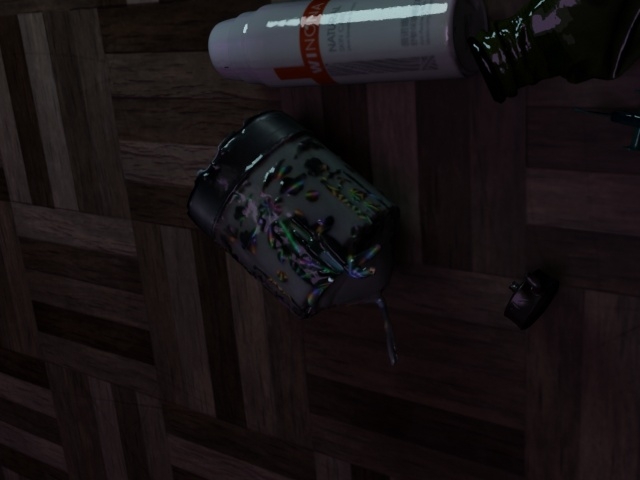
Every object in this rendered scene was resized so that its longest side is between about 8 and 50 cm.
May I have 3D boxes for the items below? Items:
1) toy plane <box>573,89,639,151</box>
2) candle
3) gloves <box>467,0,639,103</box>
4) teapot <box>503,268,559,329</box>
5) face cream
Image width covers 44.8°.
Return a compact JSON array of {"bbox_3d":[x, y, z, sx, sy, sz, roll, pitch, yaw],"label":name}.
[{"bbox_3d":[0.347,-0.095,0.696,0.235,0.096,0.060,25,120,48],"label":"toy plane"},{"bbox_3d":[0.000,0.000,0.931,0.330,0.187,0.187,42,127,14],"label":"candle"},{"bbox_3d":[0.262,-0.212,0.700,0.268,0.107,0.135,-19,117,29],"label":"gloves"},{"bbox_3d":[0.230,0.064,0.864,0.045,0.068,0.100,40,160,22],"label":"teapot"},{"bbox_3d":[0.012,-0.228,0.887,0.346,0.102,0.101,4,110,34],"label":"face cream"}]
